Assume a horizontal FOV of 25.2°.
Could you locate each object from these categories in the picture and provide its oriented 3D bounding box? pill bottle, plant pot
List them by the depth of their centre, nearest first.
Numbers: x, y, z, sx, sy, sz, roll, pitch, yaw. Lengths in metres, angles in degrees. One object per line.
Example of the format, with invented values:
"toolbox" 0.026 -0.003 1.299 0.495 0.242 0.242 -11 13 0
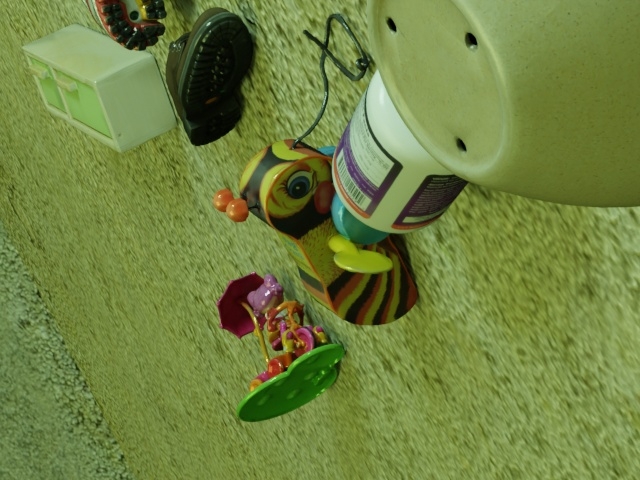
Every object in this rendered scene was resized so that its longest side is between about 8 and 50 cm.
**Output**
"plant pot" 0.139 -0.132 0.806 0.284 0.191 0.284 49 155 32
"pill bottle" 0.080 -0.087 1.113 0.108 0.108 0.193 58 158 11

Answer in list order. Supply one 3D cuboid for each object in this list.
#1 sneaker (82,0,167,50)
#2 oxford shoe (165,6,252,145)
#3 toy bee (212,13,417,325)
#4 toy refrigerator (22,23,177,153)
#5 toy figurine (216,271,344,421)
"sneaker" -0.246 -0.310 1.535 0.092 0.088 0.225 22 135 61
"oxford shoe" -0.130 -0.189 1.517 0.096 0.082 0.227 61 159 15
"toy bee" -0.018 -0.035 1.335 0.298 0.162 0.195 66 161 -11
"toy refrigerator" -0.295 -0.201 1.864 0.269 0.094 0.102 30 142 55
"toy figurine" -0.060 0.105 1.700 0.173 0.130 0.159 -51 57 44
